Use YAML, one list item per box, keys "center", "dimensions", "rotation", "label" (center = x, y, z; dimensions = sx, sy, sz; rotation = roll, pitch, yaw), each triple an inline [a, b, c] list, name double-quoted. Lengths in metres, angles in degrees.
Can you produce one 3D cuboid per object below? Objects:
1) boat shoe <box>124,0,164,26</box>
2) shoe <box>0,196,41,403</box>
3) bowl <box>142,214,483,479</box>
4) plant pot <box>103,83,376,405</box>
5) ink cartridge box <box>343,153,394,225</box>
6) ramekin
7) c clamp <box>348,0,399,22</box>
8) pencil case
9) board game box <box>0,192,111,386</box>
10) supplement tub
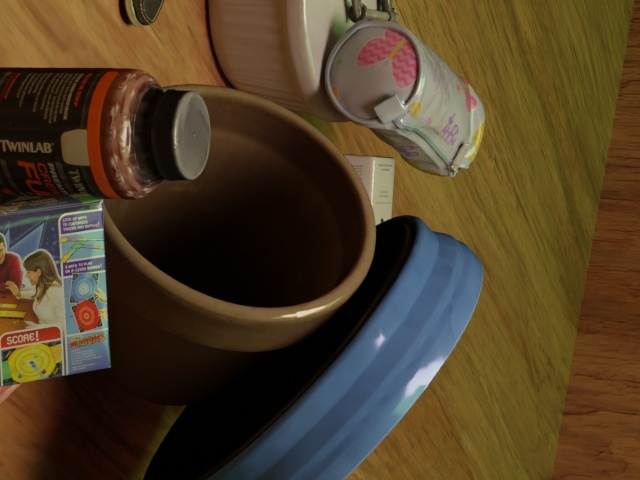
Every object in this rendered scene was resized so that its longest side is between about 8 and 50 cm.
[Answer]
- center: [-0.150, -0.277, 1.543]
  dimensions: [0.056, 0.049, 0.152]
  rotation: [46, 52, -63]
  label: "boat shoe"
- center: [-0.261, 0.053, 1.314]
  dimensions: [0.081, 0.063, 0.178]
  rotation: [66, 40, -53]
  label: "shoe"
- center: [-0.016, 0.129, 1.479]
  dimensions: [0.077, 0.391, 0.391]
  rotation: [45, 39, -11]
  label: "bowl"
- center: [-0.108, 0.028, 1.443]
  dimensions: [0.229, 0.263, 0.263]
  rotation: [-62, -179, 46]
  label: "plant pot"
- center: [0.000, 0.000, 1.848]
  dimensions: [0.086, 0.148, 0.203]
  rotation: [-5, 100, -70]
  label: "ink cartridge box"
- center: [-0.023, -0.267, 1.766]
  dimensions: [0.273, 0.127, 0.273]
  rotation: [5, 90, -69]
  label: "ramekin"
- center: [0.061, -0.269, 1.773]
  dimensions: [0.160, 0.022, 0.137]
  rotation: [3, 92, -69]
  label: "c clamp"
- center: [0.098, -0.151, 1.766]
  dimensions: [0.273, 0.113, 0.124]
  rotation: [29, 51, -67]
  label: "pencil case"
- center: [-0.257, 0.044, 1.195]
  dimensions: [0.201, 0.035, 0.136]
  rotation: [-8, 105, -29]
  label: "board game box"
- center: [-0.190, -0.085, 1.272]
  dimensions: [0.106, 0.198, 0.106]
  rotation: [2, 90, -70]
  label: "supplement tub"
